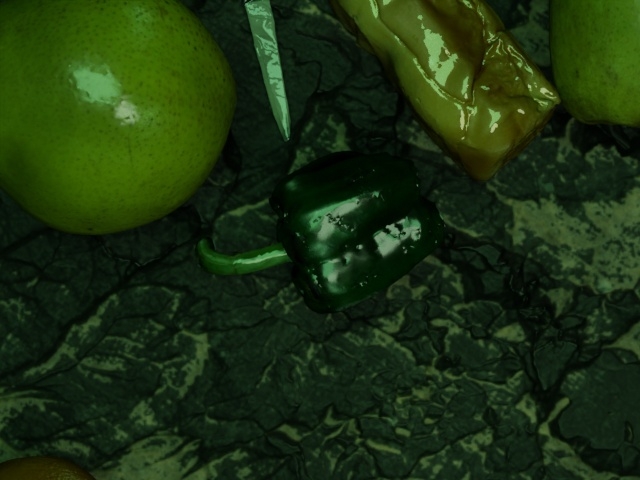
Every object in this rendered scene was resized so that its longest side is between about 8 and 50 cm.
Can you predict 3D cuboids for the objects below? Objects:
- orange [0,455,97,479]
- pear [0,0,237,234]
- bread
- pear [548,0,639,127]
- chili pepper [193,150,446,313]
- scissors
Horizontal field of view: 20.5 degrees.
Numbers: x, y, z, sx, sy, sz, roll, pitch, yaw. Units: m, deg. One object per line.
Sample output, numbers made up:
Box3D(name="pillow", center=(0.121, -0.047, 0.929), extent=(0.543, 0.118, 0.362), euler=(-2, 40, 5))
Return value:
Box3D(name="orange", center=(-0.299, 0.329, 1.882), extent=(0.206, 0.206, 0.206), euler=(0, 85, 5))
Box3D(name="pear", center=(-0.233, -0.144, 1.883), extent=(0.294, 0.294, 0.294), euler=(0, 85, 5))
Box3D(name="bread", center=(0.125, -0.210, 1.905), extent=(0.132, 0.167, 0.294), euler=(-39, 83, 0))
Box3D(name="pear", center=(0.357, -0.263, 1.851), extent=(0.253, 0.253, 0.307), euler=(12, 91, 6))
Box3D(name="chili pepper", center=(0.000, 0.000, 1.902), extent=(0.261, 0.174, 0.165), euler=(-27, 108, 1))
Box3D(name="scissors", center=(-0.068, -0.256, 1.999), extent=(0.109, 0.022, 0.300), euler=(-14, 85, 7))
